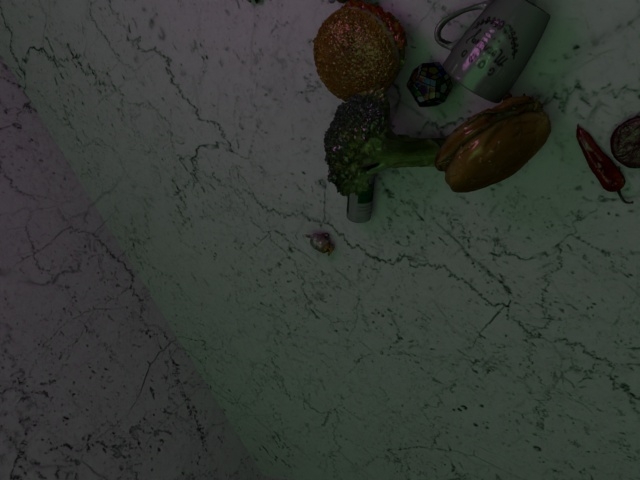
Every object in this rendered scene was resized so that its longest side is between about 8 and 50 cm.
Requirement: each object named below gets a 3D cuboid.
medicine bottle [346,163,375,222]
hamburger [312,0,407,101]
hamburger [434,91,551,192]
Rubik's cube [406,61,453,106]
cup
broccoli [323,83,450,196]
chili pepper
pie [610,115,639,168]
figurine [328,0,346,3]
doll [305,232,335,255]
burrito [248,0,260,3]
[{"bbox_3d":[0.142,-0.191,1.716,0.095,0.095,0.259,17,127,23],"label":"medicine bottle"},{"bbox_3d":[0.112,-0.553,1.452,0.276,0.179,0.294,37,131,6],"label":"hamburger"},{"bbox_3d":[0.461,-0.254,1.333,0.318,0.319,0.158,-47,65,41],"label":"hamburger"},{"bbox_3d":[0.318,-0.454,1.430,0.112,0.133,0.133,-33,99,15],"label":"Rubik's cube"},{"bbox_3d":[0.430,-0.528,1.273,0.258,0.186,0.234,38,123,11],"label":"cup"},{"bbox_3d":[0.201,-0.299,1.443,0.397,0.353,0.274,-3,82,18],"label":"broccoli"},{"bbox_3d":[0.773,-0.203,1.343,0.268,0.050,0.059,54,147,-6],"label":"chili pepper"},{"bbox_3d":[0.840,-0.255,1.276,0.155,0.036,0.154,16,125,23],"label":"pie"},{"bbox_3d":[0.102,-0.796,1.349,0.194,0.133,0.274,46,121,-1],"label":"figurine"},{"bbox_3d":[0.000,0.000,1.948,0.127,0.073,0.084,35,98,4],"label":"doll"},{"bbox_3d":[-0.236,-0.823,1.593,0.074,0.044,0.118,-33,95,38],"label":"burrito"}]
